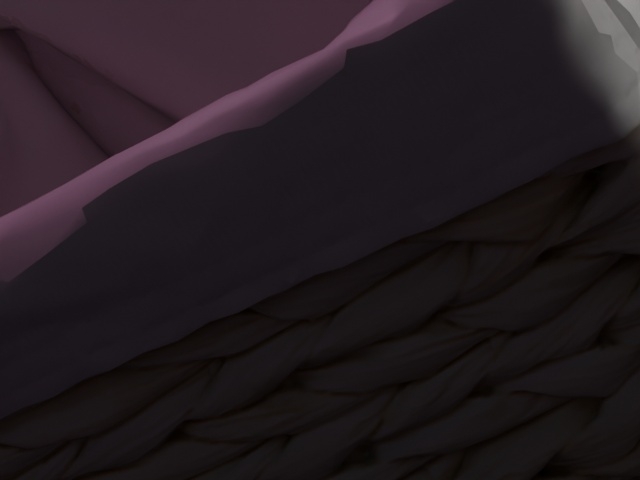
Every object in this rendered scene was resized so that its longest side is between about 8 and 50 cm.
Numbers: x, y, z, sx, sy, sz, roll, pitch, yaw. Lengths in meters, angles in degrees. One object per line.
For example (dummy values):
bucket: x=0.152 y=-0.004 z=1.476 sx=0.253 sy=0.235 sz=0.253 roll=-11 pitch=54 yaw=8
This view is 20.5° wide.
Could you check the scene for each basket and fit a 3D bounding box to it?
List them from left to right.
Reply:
basket: x=0.000 y=0.000 z=0.533 sx=0.331 sy=0.266 sz=0.328 roll=-27 pitch=30 yaw=25
